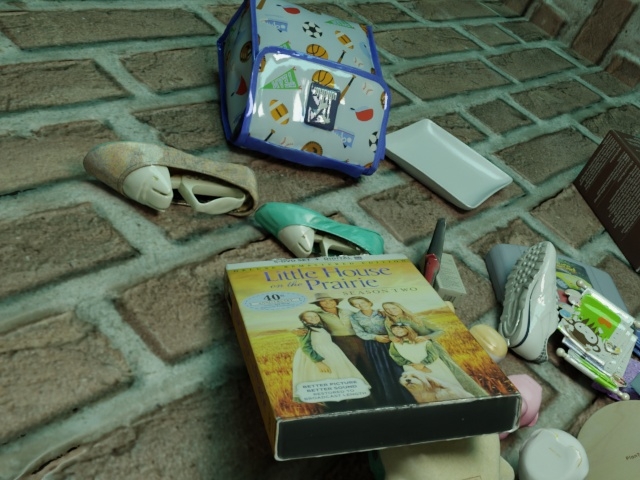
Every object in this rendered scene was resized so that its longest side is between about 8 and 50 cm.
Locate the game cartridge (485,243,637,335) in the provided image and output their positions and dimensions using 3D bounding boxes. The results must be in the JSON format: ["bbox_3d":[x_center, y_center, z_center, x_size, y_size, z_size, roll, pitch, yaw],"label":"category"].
[{"bbox_3d":[0.490,0.099,1.634,0.294,0.060,0.196,15,31,-12],"label":"game cartridge"}]

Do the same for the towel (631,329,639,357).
[{"bbox_3d":[0.801,0.250,1.678,0.336,0.040,0.243,-9,44,-44],"label":"towel"}]

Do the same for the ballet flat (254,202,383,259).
[{"bbox_3d":[0.000,0.000,1.418,0.247,0.083,0.087,15,49,-14],"label":"ballet flat"}]

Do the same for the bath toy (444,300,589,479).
[{"bbox_3d":[0.275,0.249,1.235,0.151,0.129,0.348,-38,58,-7],"label":"bath toy"}]

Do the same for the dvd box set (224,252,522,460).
[{"bbox_3d":[0.045,0.134,1.101,0.308,0.062,0.420,-3,24,-14],"label":"dvd box set"}]

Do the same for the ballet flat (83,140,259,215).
[{"bbox_3d":[-0.242,-0.098,1.361,0.316,0.107,0.106,4,47,-29],"label":"ballet flat"}]

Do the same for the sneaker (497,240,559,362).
[{"bbox_3d":[0.404,0.112,1.485,0.095,0.090,0.235,29,67,-15],"label":"sneaker"}]

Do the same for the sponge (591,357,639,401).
[{"bbox_3d":[0.613,0.279,1.482,0.210,0.031,0.117,26,32,11],"label":"sponge"}]

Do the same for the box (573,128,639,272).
[{"bbox_3d":[0.820,-0.099,2.023,0.143,0.191,0.381,13,36,-20],"label":"box"}]

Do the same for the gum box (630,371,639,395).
[{"bbox_3d":[0.662,0.302,1.396,0.157,0.041,0.184,-1,42,-33],"label":"gum box"}]

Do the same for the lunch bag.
[{"bbox_3d":[-0.036,-0.325,1.707,0.328,0.239,0.385,12,52,-23],"label":"lunch bag"}]

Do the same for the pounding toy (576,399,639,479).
[{"bbox_3d":[0.530,0.360,1.252,0.237,0.110,0.183,3,57,28],"label":"pounding toy"}]

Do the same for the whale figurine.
[{"bbox_3d":[0.157,0.333,1.049,0.216,0.141,0.272,-5,68,-31],"label":"whale figurine"}]

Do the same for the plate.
[{"bbox_3d":[0.295,-0.178,1.896,0.278,0.045,0.277,38,34,16],"label":"plate"}]

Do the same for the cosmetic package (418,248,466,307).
[{"bbox_3d":[0.231,0.072,1.511,0.060,0.041,0.115,14,35,-17],"label":"cosmetic package"}]

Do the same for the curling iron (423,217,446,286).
[{"bbox_3d":[0.194,0.042,1.472,0.068,0.035,0.274,20,47,12],"label":"curling iron"}]

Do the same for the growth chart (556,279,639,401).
[{"bbox_3d":[0.522,0.179,1.499,0.172,0.021,0.237,32,44,7],"label":"growth chart"}]
